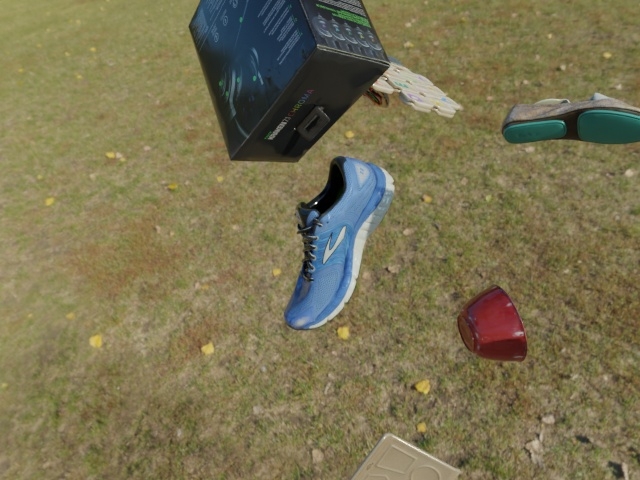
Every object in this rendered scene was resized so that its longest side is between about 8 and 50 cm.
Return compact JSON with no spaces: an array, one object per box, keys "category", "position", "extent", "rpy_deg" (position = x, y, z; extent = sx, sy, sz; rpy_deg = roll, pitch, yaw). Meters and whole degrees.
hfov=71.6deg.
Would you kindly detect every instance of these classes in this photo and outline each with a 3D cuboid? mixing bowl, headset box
[{"category":"mixing bowl","position":[0.375,0.199,1.009],"extent":[0.098,0.181,0.181],"rpy_deg":[-15,39,-3]},{"category":"headset box","position":[-0.059,-0.280,0.648],"extent":[0.131,0.246,0.282],"rpy_deg":[-6,69,-40]}]

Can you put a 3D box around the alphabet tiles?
[{"category":"alphabet tiles","position":[0.183,-0.366,1.009],"extent":[0.278,0.021,0.284],"rpy_deg":[0,43,-33]}]

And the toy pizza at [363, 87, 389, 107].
[{"category":"toy pizza","position":[0.098,-0.411,1.150],"extent":[0.032,0.201,0.201],"rpy_deg":[-46,42,5]}]

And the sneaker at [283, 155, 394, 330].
[{"category":"sneaker","position":[0.000,0.000,0.796],"extent":[0.130,0.147,0.329],"rpy_deg":[20,87,59]}]

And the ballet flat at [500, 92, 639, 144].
[{"category":"ballet flat","position":[0.583,-0.285,1.013],"extent":[0.316,0.107,0.106],"rpy_deg":[8,59,29]}]

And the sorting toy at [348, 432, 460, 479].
[{"category":"sorting toy","position":[0.181,0.541,1.011],"extent":[0.208,0.192,0.038],"rpy_deg":[28,16,-7]}]
